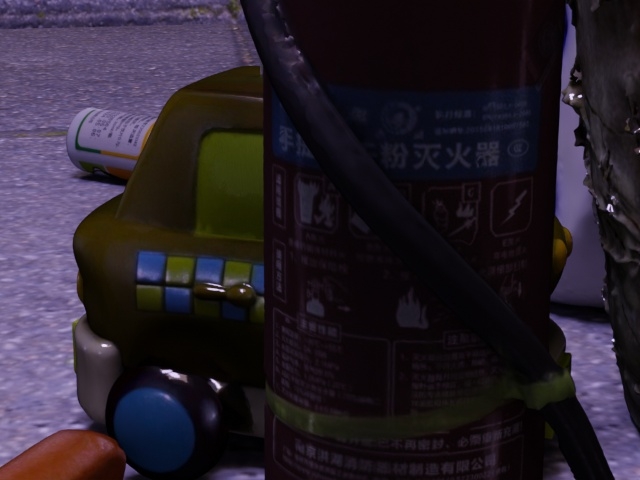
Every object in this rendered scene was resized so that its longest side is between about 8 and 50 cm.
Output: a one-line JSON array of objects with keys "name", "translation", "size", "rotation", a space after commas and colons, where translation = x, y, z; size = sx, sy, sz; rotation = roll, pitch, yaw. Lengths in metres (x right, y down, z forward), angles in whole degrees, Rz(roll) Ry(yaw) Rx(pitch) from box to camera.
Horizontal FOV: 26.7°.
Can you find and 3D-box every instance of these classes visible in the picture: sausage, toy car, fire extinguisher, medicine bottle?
[{"name": "sausage", "translation": [-0.123, 0.113, 0.555], "size": [0.039, 0.041, 0.131], "rotation": [0, 15, 23]}, {"name": "toy car", "translation": [0.000, 0.000, 0.661], "size": [0.248, 0.198, 0.204], "rotation": [7, 16, 19]}, {"name": "fire extinguisher", "translation": [0.042, -0.009, 0.429], "size": [0.141, 0.341, 0.105], "rotation": [1, 16, 0]}, {"name": "medicine bottle", "translation": [-0.118, -0.074, 1.198], "size": [0.220, 0.061, 0.092], "rotation": [11, 0, 33]}]

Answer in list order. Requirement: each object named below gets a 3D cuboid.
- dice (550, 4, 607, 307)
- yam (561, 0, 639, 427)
[{"name": "dice", "translation": [0.219, -0.106, 0.929], "size": [0.259, 0.251, 0.243], "rotation": [-8, 18, -26]}, {"name": "yam", "translation": [0.247, -0.050, 0.647], "size": [0.241, 0.348, 0.241], "rotation": [-12, 13, 3]}]
